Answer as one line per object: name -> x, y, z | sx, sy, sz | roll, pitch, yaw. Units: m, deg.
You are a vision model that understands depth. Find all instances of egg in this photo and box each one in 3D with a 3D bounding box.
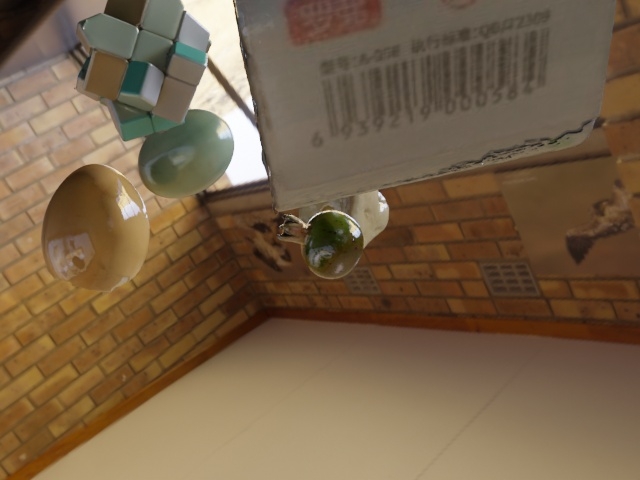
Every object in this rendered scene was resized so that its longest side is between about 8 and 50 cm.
egg -> -0.286, -0.181, 1.380 | 0.231, 0.168, 0.168 | -31, -165, 22
egg -> -0.431, -0.025, 1.259 | 0.201, 0.244, 0.201 | 4, -169, -1

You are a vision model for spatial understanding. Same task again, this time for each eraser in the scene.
eraser -> 0.064, -0.115, 0.430 | 0.227, 0.174, 0.081 | -14, -139, -5

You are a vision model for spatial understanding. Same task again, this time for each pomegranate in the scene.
pomegranate -> 0.000, 0.000, 1.051 | 0.114, 0.142, 0.114 | -54, -155, 40

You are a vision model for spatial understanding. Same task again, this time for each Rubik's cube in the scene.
Rubik's cube -> -0.316, -0.307, 1.140 | 0.213, 0.224, 0.265 | 6, -107, 67

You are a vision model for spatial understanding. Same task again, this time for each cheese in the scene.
cheese -> 0.061, -0.092, 1.605 | 0.174, 0.247, 0.251 | 9, -156, 36
